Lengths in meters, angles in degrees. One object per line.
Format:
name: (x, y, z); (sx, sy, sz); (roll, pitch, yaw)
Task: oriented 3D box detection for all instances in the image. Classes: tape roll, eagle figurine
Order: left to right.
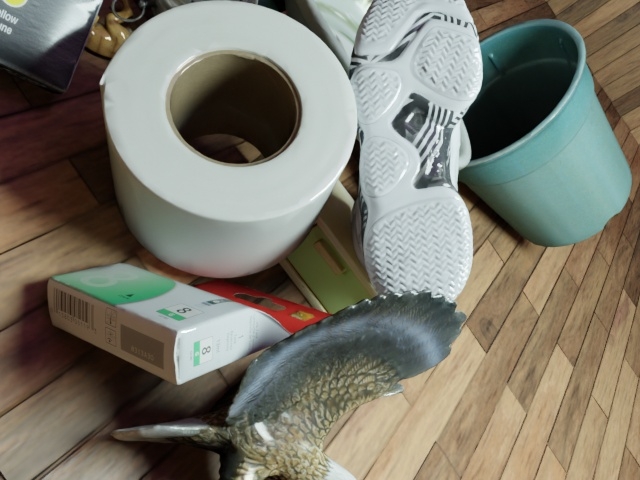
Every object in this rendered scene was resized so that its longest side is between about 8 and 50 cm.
tape roll: (-0.098, -0.100, 0.743); (0.246, 0.169, 0.246); (4, 68, -11)
eagle figurine: (-0.019, 0.170, 0.681); (0.298, 0.226, 0.225); (-55, 138, -28)

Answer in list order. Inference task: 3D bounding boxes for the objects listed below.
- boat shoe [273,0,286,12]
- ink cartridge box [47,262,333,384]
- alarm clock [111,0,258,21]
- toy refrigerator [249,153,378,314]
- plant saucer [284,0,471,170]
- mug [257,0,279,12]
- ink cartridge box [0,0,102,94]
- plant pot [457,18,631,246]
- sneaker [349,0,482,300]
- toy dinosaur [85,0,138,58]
boat shoe: (-0.193, -0.415, 0.937); (0.500, 0.187, 0.156); (-4, 62, -55)
ink cartridge box: (-0.117, 0.058, 0.691); (0.224, 0.181, 0.056); (-17, 115, -51)
alarm clock: (-0.158, -0.299, 0.858); (0.192, 0.064, 0.129); (-20, 80, -18)
toy refrigerator: (0.000, 0.000, 0.922); (0.269, 0.102, 0.094); (54, 37, -6)
plant saucer: (0.066, -0.249, 1.042); (0.400, 0.100, 0.400); (38, 31, -28)
mug: (-0.116, -0.253, 0.961); (0.157, 0.129, 0.097); (-20, 82, -16)
ink cartridge box: (-0.339, -0.344, 0.682); (0.303, 0.072, 0.307); (22, 88, -37)
plant pot: (0.410, -0.177, 1.358); (0.334, 0.341, 0.341); (42, 39, -33)
sneaker: (0.095, -0.100, 0.810); (0.137, 0.210, 0.366); (1, 84, -2)
toy dinosaur: (-0.243, -0.246, 0.870); (0.211, 0.064, 0.112); (13, 67, -32)
